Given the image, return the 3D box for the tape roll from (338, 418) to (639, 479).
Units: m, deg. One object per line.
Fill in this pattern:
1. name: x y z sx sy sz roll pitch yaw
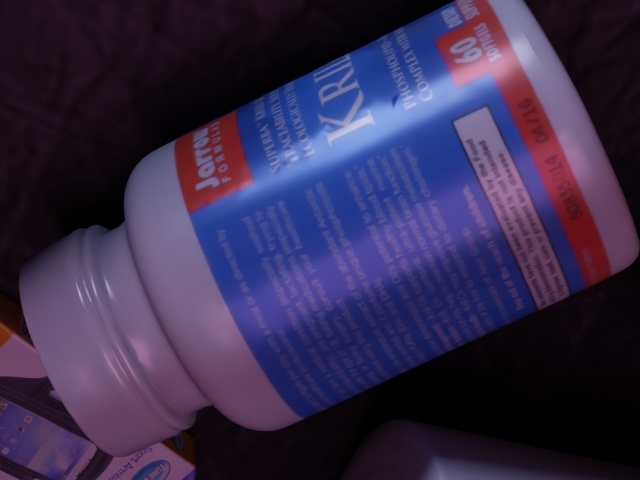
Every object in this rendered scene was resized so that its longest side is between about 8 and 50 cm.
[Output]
1. tape roll: 0.088 0.211 0.616 0.169 0.246 0.246 13 114 -11

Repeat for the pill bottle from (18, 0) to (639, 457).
1. pill bottle: 0.000 0.000 0.567 0.222 0.124 0.124 -26 116 6

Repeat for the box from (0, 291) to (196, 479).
1. box: -0.122 0.093 0.655 0.136 0.028 0.081 41 106 -20
